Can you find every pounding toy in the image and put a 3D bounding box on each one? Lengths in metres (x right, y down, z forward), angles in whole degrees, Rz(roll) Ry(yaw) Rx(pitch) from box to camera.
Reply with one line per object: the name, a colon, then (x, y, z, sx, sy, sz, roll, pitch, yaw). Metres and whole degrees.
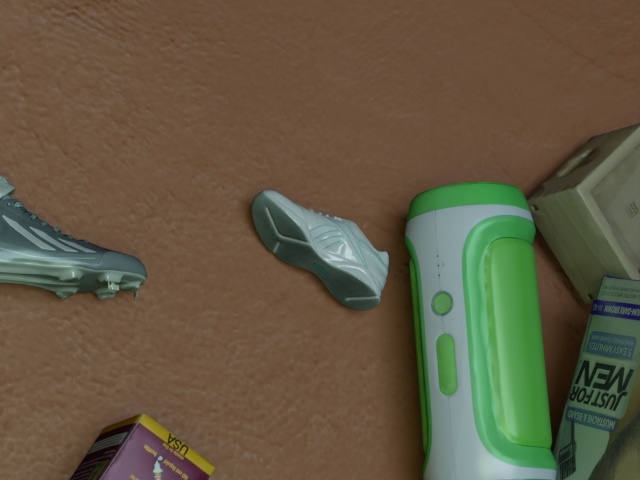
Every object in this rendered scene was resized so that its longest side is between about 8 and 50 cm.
pounding toy: (0.328, -0.009, 1.714, 0.181, 0.094, 0.206, -41, 105, -33)

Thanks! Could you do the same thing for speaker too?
speaker: (0.147, 0.102, 1.576, 0.131, 0.131, 0.296, 3, 75, -24)

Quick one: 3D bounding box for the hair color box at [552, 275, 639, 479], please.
hair color box: (0.293, 0.208, 1.535, 0.110, 0.185, 0.338, 16, 86, -19)

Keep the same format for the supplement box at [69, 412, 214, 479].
supplement box: (-0.181, 0.244, 1.398, 0.081, 0.104, 0.188, 38, 65, -12)

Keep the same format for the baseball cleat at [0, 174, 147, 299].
baseball cleat: (-0.247, -0.006, 1.454, 0.206, 0.072, 0.109, 6, 67, -27)

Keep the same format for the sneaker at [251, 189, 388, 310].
sneaker: (0.000, 0.000, 1.583, 0.152, 0.054, 0.061, 39, 49, -14)
